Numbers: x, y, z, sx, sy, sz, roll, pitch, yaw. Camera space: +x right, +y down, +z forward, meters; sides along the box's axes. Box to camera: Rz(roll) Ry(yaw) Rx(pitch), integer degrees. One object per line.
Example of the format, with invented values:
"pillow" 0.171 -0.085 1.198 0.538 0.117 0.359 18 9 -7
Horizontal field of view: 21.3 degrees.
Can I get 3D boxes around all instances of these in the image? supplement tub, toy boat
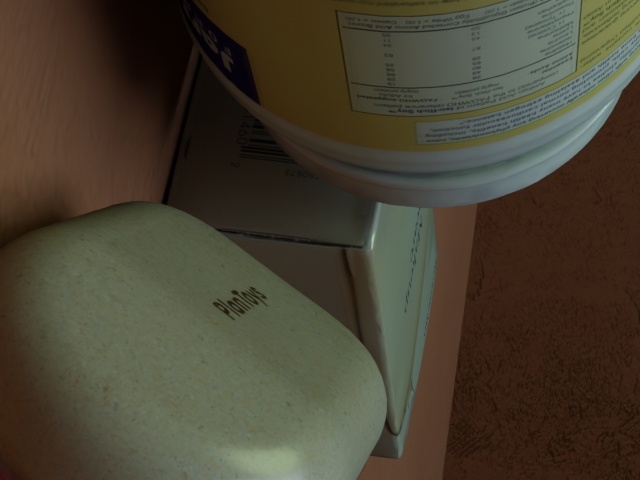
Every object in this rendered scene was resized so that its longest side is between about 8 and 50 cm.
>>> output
"supplement tub" 0.041 -0.175 0.713 0.331 0.241 0.241 77 22 -65
"toy boat" -0.075 0.082 0.624 0.151 0.151 0.231 -54 175 11

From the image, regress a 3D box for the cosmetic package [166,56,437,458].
"cosmetic package" 0.000 0.000 1.001 0.309 0.113 0.160 76 23 -64
